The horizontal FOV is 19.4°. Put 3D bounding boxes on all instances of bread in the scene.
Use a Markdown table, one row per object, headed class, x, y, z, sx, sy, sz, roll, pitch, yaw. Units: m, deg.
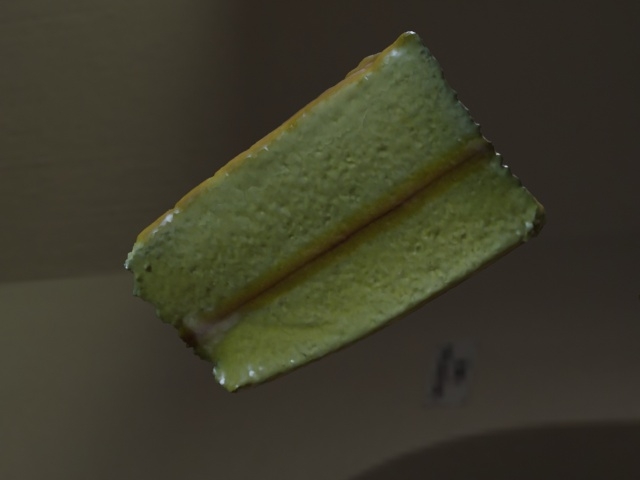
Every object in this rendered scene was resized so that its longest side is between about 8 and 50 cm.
| class | x | y | z | sx | sy | sz | roll | pitch | yaw |
| --- | --- | --- | --- | --- | --- | --- | --- | --- | --- |
| bread | 0.000 | 0.000 | 1.828 | 0.233 | 0.362 | 0.245 | 54 | 176 | -5 |

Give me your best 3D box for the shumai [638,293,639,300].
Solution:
| class | x | y | z | sx | sy | sz | roll | pitch | yaw |
| --- | --- | --- | --- | --- | --- | --- | --- | --- | --- |
| shumai | 0.438 | 0.049 | 1.885 | 0.206 | 0.175 | 0.166 | -12 | -55 | -37 |
